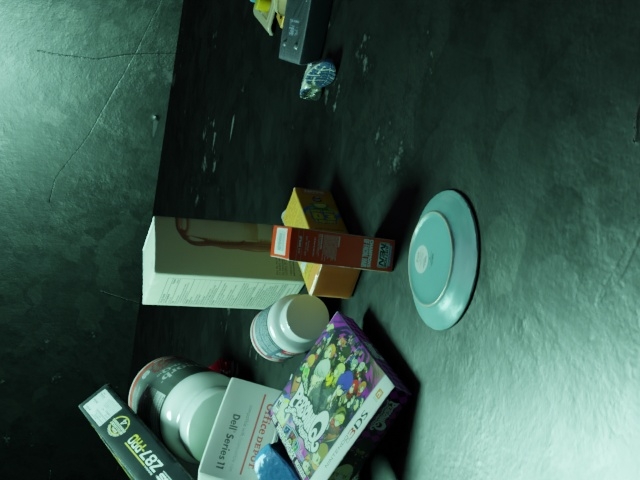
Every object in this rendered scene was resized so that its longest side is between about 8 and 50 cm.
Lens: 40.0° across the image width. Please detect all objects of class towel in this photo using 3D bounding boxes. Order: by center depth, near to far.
[{"bbox_3d":[-0.268,0.449,2.243,0.199,0.031,0.275,140,132,-64],"label":"towel"}]

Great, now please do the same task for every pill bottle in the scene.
[{"bbox_3d":[-0.053,0.155,1.592,0.180,0.108,0.108,142,130,-65],"label":"pill bottle"},{"bbox_3d":[-0.290,0.393,2.020,0.363,0.210,0.210,5,90,60],"label":"pill bottle"}]

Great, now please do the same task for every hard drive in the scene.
[{"bbox_3d":[-0.024,-0.481,1.753,0.172,0.054,0.255,-139,56,-66],"label":"hard drive"}]

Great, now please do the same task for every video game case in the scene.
[{"bbox_3d":[0.021,0.248,1.330,0.210,0.042,0.232,-55,29,9],"label":"video game case"}]

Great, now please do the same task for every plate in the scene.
[{"bbox_3d":[0.154,0.025,1.166,0.188,0.024,0.188,-176,90,-70],"label":"plate"}]

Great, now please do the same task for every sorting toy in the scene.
[{"bbox_3d":[-0.130,-0.608,2.096,0.348,0.047,0.196,-120,39,-58],"label":"sorting toy"}]

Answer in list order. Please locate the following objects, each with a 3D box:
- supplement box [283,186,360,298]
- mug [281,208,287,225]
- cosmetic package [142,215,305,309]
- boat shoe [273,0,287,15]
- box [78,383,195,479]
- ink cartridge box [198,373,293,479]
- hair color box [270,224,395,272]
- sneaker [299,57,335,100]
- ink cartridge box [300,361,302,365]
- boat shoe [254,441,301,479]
[{"bbox_3d":[0.000,0.000,1.528,0.233,0.078,0.080,-114,34,-53],"label":"supplement box"},{"bbox_3d":[-0.036,-0.022,1.679,0.078,0.062,0.064,64,-172,-60],"label":"mug"},{"bbox_3d":[-0.192,0.048,1.728,0.153,0.296,0.129,127,142,-56],"label":"cosmetic package"},{"bbox_3d":[-0.068,-0.543,1.899,0.045,0.050,0.135,-99,23,-48],"label":"boat shoe"},{"bbox_3d":[-0.348,0.528,1.928,0.395,0.097,0.318,33,155,41],"label":"box"},{"bbox_3d":[-0.145,0.398,1.606,0.353,0.119,0.207,104,-178,-47],"label":"ink cartridge box"},{"bbox_3d":[0.018,0.013,1.335,0.093,0.167,0.053,-173,89,-70],"label":"hair color box"},{"bbox_3d":[-0.009,-0.321,1.676,0.135,0.052,0.058,141,135,-63],"label":"sneaker"},{"bbox_3d":[-0.022,0.390,1.512,0.165,0.065,0.333,-116,35,-56],"label":"ink cartridge box"},{"bbox_3d":[0.001,0.420,1.358,0.109,0.089,0.258,-34,75,29],"label":"boat shoe"}]
